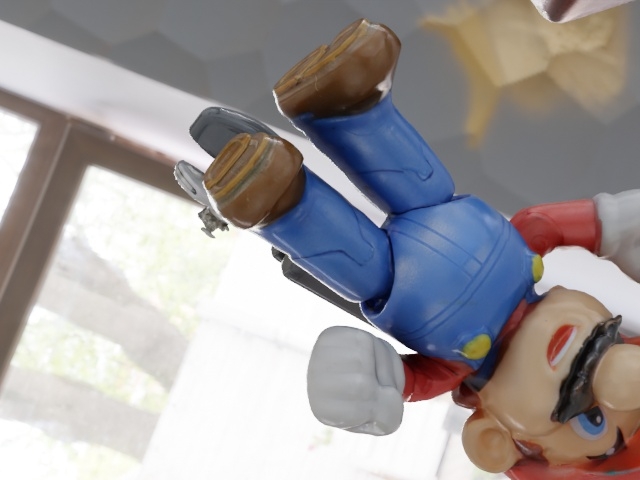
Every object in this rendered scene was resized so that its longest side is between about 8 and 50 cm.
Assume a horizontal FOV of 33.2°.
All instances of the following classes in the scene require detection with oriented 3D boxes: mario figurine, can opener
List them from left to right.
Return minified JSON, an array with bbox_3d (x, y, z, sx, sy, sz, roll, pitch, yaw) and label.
[{"bbox_3d":[0.000,0.000,0.883,0.093,0.280,0.074,-49,26,10],"label":"can opener"},{"bbox_3d":[0.102,0.028,0.580,0.198,0.320,0.170,-43,19,17],"label":"mario figurine"}]

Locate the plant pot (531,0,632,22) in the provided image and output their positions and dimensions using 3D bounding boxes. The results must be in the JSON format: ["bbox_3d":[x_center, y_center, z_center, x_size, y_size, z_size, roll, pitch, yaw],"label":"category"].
[{"bbox_3d":[0.255,-0.340,0.894,0.267,0.267,0.236,-21,-25,-22],"label":"plant pot"}]
